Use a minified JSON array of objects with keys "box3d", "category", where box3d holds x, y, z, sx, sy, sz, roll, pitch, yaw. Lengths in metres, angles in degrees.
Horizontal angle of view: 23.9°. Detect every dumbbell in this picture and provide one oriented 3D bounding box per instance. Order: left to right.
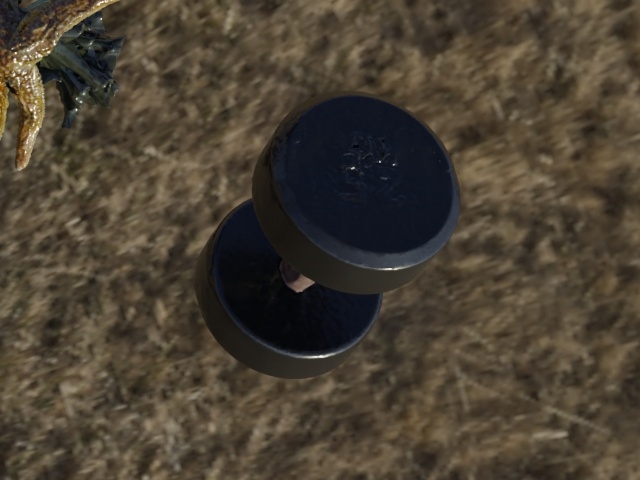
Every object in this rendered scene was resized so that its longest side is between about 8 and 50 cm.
[{"box3d":[0.000,0.000,1.175,0.153,0.218,0.152,10,60,-17],"category":"dumbbell"}]

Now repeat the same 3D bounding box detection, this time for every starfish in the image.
[{"box3d":[-0.169,-0.115,0.845,0.133,0.130,0.041,64,20,-4],"category":"starfish"}]

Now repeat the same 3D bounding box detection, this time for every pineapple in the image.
[{"box3d":[-0.254,-0.165,1.063,0.251,0.125,0.125,28,60,-26],"category":"pineapple"}]

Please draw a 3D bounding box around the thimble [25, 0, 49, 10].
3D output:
[{"box3d":[-0.390,-0.293,1.528,0.271,0.150,0.270,12,63,-25],"category":"thimble"}]
